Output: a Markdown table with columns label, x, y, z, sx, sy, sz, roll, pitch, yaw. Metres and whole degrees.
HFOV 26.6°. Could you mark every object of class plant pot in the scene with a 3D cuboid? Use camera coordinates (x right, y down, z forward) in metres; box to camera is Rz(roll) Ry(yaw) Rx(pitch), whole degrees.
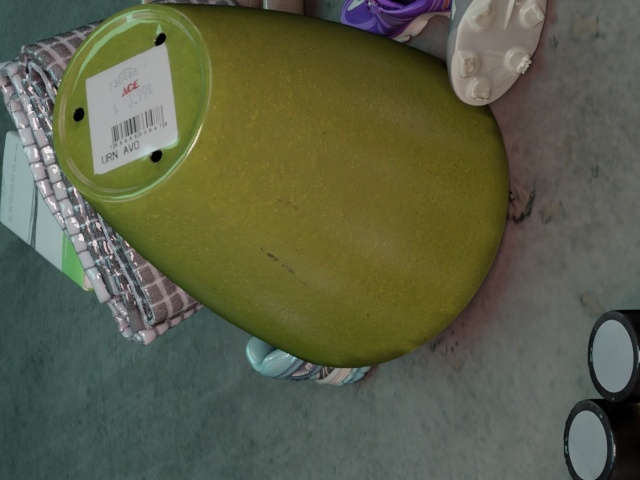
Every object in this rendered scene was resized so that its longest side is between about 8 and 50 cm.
| label | x | y | z | sx | sy | sz | roll | pitch | yaw |
| --- | --- | --- | --- | --- | --- | --- | --- | --- | --- |
| plant pot | -0.046 | -0.060 | 0.996 | 0.275 | 0.293 | 0.275 | -8 | 74 | 31 |

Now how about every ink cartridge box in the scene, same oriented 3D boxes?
| label | x | y | z | sx | sy | sz | roll | pitch | yaw |
| --- | --- | --- | --- | --- | --- | --- | --- | --- | --- |
| ink cartridge box | -0.209 | -0.040 | 1.461 | 0.273 | 0.198 | 0.115 | 28 | 116 | 55 |

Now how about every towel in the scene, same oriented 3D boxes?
| label | x | y | z | sx | sy | sz | roll | pitch | yaw |
| --- | --- | --- | --- | --- | --- | --- | --- | --- | --- |
| towel | -0.134 | -0.074 | 1.237 | 0.121 | 0.235 | 0.284 | -16 | 101 | 48 |

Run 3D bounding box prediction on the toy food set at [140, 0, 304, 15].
| label | x | y | z | sx | sy | sz | roll | pitch | yaw |
| --- | --- | --- | --- | --- | --- | --- | --- | --- | --- |
| toy food set | -0.114 | -0.297 | 1.387 | 0.306 | 0.092 | 0.220 | 1 | 93 | 59 |

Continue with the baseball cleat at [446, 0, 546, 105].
| label | x | y | z | sx | sy | sz | roll | pitch | yaw |
| --- | --- | --- | --- | --- | --- | --- | --- | --- | --- |
| baseball cleat | 0.131 | -0.209 | 1.019 | 0.109 | 0.072 | 0.206 | -126 | 47 | -63 |

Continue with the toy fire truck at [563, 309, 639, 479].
| label | x | y | z | sx | sy | sz | roll | pitch | yaw |
| --- | --- | --- | --- | --- | --- | --- | --- | --- | --- |
| toy fire truck | 0.261 | 0.172 | 0.760 | 0.246 | 0.158 | 0.217 | -129 | 45 | -59 |

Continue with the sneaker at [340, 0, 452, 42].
| label | x | y | z | sx | sy | sz | roll | pitch | yaw |
| --- | --- | --- | --- | --- | --- | --- | --- | --- | --- |
| sneaker | 0.061 | -0.207 | 1.118 | 0.170 | 0.071 | 0.068 | -11 | 82 | 60 |

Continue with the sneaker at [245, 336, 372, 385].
| label | x | y | z | sx | sy | sz | roll | pitch | yaw |
| --- | --- | --- | --- | --- | --- | --- | --- | --- | --- |
| sneaker | 0.000 | 0.000 | 1.184 | 0.110 | 0.122 | 0.283 | 29 | 117 | 55 |
